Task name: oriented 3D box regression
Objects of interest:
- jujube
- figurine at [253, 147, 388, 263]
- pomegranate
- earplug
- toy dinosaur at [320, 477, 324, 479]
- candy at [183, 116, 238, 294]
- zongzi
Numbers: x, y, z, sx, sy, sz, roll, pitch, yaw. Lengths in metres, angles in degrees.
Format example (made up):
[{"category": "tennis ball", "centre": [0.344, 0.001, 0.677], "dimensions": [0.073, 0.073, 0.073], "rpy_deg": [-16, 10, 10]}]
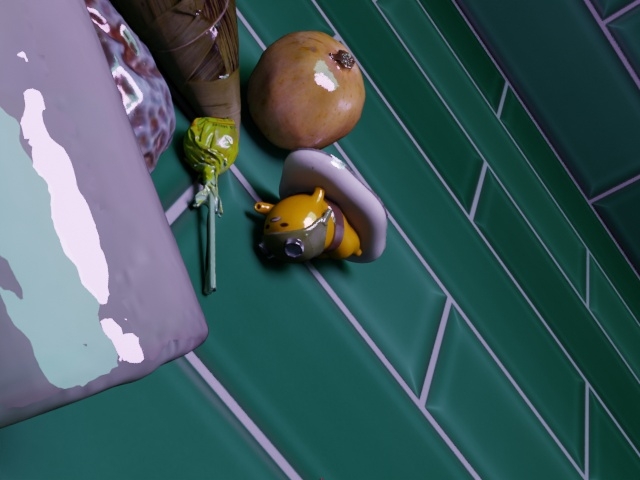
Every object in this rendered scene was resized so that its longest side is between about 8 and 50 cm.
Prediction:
[{"category": "jujube", "centre": [-0.286, -0.166, 0.846], "dimensions": [0.317, 0.226, 0.226], "rpy_deg": [50, 30, -20]}, {"category": "figurine", "centre": [0.000, 0.000, 1.241], "dimensions": [0.250, 0.166, 0.141], "rpy_deg": [52, 51, -40]}, {"category": "pomegranate", "centre": [-0.024, -0.234, 1.341], "dimensions": [0.191, 0.191, 0.191], "rpy_deg": [38, 36, -34]}, {"category": "earplug", "centre": [-0.286, -0.061, 0.587], "dimensions": [0.312, 0.312, 0.394], "rpy_deg": [-17, 87, -61]}, {"category": "toy dinosaur", "centre": [0.017, 0.378, 1.004], "dimensions": [0.108, 0.032, 0.220], "rpy_deg": [27, 40, -40]}, {"category": "candy", "centre": [-0.145, -0.050, 1.122], "dimensions": [0.077, 0.073, 0.262], "rpy_deg": [14, 57, -29]}, {"category": "zongzi", "centre": [-0.171, -0.307, 1.261], "dimensions": [0.274, 0.145, 0.300], "rpy_deg": [-81, 150, -56]}]
